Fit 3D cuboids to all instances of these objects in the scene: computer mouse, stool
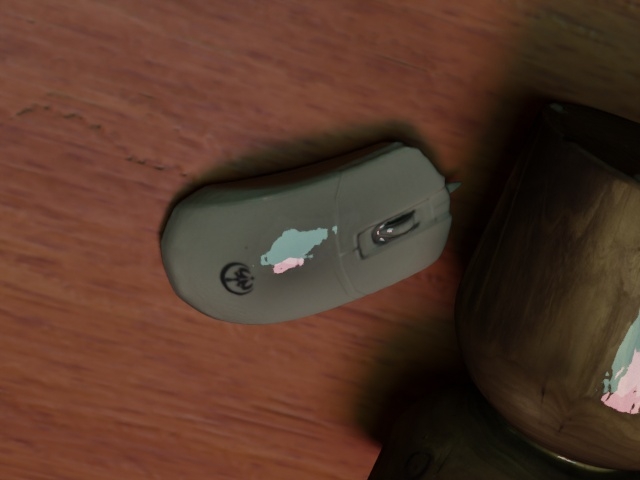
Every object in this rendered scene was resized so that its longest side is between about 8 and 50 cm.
[{"bbox_3d":[0.000,0.000,1.017,0.181,0.056,0.089,-17,120,-4],"label":"computer mouse"},{"bbox_3d":[0.154,0.074,1.010,0.179,0.179,0.264,18,109,-18],"label":"stool"}]
